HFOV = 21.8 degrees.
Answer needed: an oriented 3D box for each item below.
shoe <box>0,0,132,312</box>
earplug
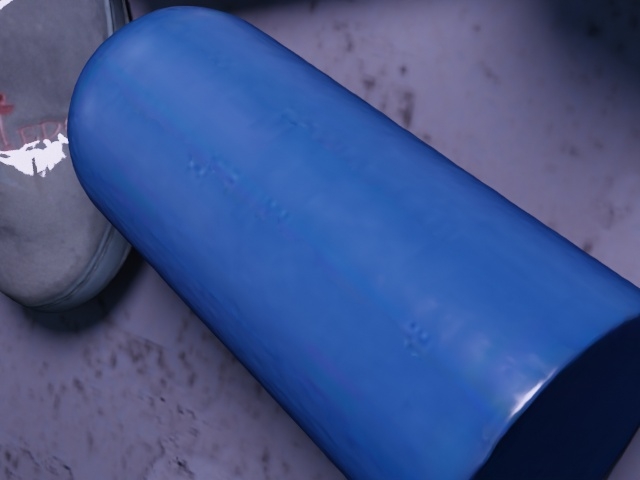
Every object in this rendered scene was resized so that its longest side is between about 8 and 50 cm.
[{"bbox_3d":[-0.151,-0.089,0.786,0.103,0.100,0.251,-5,89,36],"label":"shoe"},{"bbox_3d":[0.000,0.000,0.683,0.273,0.132,0.132,41,116,28],"label":"earplug"}]
